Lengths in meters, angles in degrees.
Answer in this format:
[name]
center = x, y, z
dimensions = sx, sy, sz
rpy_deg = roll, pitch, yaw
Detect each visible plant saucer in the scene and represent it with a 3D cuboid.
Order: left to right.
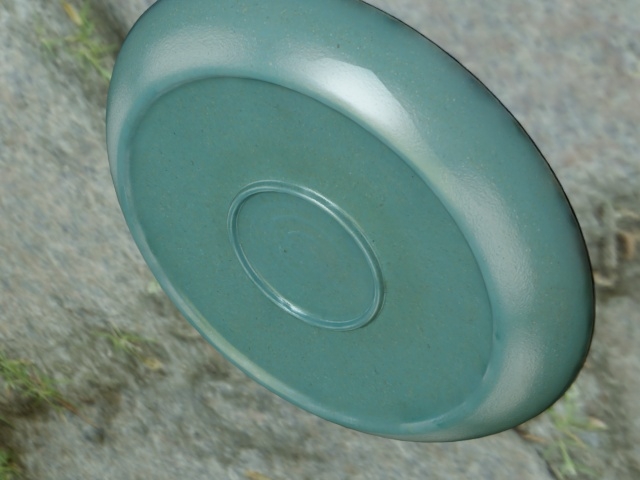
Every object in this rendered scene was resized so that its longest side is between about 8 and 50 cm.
[plant saucer]
center = 0.000, 0.000, 1.022
dimensions = 0.317, 0.044, 0.317
rpy_deg = 24, 140, 22
